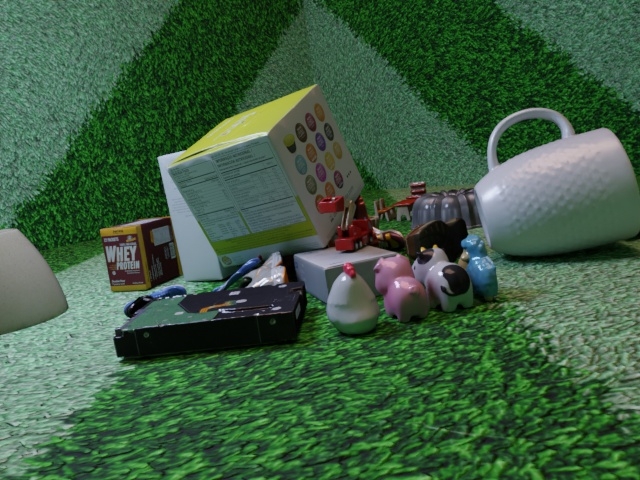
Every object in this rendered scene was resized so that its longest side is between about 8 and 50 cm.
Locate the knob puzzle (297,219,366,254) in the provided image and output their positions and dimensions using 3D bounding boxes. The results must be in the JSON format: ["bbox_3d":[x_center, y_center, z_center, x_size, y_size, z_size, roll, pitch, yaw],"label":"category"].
[{"bbox_3d":[0.026,0.021,1.550,0.213,0.030,0.213,-3,49,3],"label":"knob puzzle"}]

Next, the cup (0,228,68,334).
[{"bbox_3d":[-0.856,0.099,1.502,0.332,0.236,0.331,-8,9,1],"label":"cup"}]

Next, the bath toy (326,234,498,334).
[{"bbox_3d":[0.168,0.078,1.113,0.349,0.128,0.151,-12,10,-22],"label":"bath toy"}]

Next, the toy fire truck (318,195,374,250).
[{"bbox_3d":[0.067,-0.045,1.377,0.047,0.135,0.192,-2,10,30],"label":"toy fire truck"}]

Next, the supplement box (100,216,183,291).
[{"bbox_3d":[-0.539,0.038,1.758,0.129,0.191,0.194,-5,9,20],"label":"supplement box"}]

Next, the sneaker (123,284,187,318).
[{"bbox_3d":[-0.382,0.147,1.354,0.152,0.058,0.085,-16,5,-22],"label":"sneaker"}]

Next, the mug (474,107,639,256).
[{"bbox_3d":[0.551,-0.144,1.431,0.328,0.373,0.276,-16,-4,11],"label":"mug"}]

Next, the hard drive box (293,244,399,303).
[{"bbox_3d":[0.059,0.073,1.362,0.181,0.089,0.232,-11,9,-18],"label":"hard drive box"}]

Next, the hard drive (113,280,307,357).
[{"bbox_3d":[-0.204,0.154,1.152,0.339,0.064,0.237,-6,9,4],"label":"hard drive"}]

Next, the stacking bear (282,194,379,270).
[{"bbox_3d":[0.000,0.000,1.691,0.289,0.175,0.164,-18,-8,-8],"label":"stacking bear"}]

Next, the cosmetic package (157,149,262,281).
[{"bbox_3d":[-0.326,-0.085,1.740,0.156,0.384,0.217,-8,10,30],"label":"cosmetic package"}]

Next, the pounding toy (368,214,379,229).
[{"bbox_3d":[0.140,-0.072,2.008,0.155,0.154,0.270,-11,10,-21],"label":"pounding toy"}]

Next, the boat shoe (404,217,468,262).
[{"bbox_3d":[0.292,0.009,1.532,0.120,0.122,0.324,-8,-1,33],"label":"boat shoe"}]

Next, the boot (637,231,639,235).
[{"bbox_3d":[0.813,-0.049,1.597,0.161,0.083,0.247,-9,0,40],"label":"boot"}]

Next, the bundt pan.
[{"bbox_3d":[0.487,-0.120,2.123,0.331,0.124,0.331,-8,10,1],"label":"bundt pan"}]

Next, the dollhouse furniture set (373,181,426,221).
[{"bbox_3d":[0.386,-0.170,2.479,0.262,0.135,0.259,-3,10,26],"label":"dollhouse furniture set"}]

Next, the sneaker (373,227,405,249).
[{"bbox_3d":[0.180,0.008,1.793,0.186,0.069,0.084,11,46,45],"label":"sneaker"}]

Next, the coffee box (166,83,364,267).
[{"bbox_3d":[-0.136,-0.175,1.581,0.339,0.334,0.337,-12,28,31],"label":"coffee box"}]

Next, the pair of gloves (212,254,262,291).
[{"bbox_3d":[-0.212,0.091,1.443,0.159,0.023,0.198,-39,1,0],"label":"pair of gloves"}]

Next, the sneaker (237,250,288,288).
[{"bbox_3d":[-0.141,0.093,1.400,0.121,0.099,0.262,-13,8,-5],"label":"sneaker"}]
